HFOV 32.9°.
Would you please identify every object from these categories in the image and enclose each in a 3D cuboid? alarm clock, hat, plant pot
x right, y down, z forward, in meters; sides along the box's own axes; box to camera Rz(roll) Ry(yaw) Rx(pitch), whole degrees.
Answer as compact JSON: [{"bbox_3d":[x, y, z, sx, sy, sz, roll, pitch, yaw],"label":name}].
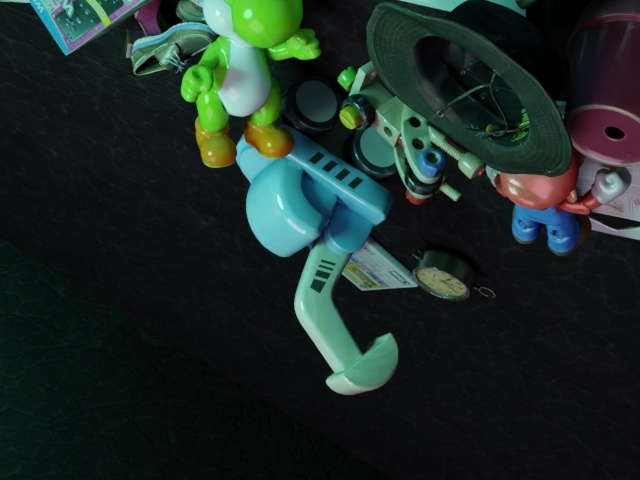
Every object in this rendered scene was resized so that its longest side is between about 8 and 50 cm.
[{"bbox_3d":[0.282,0.078,2.293,0.192,0.064,0.129,24,155,10],"label":"alarm clock"},{"bbox_3d":[0.225,-0.233,1.441,0.331,0.134,0.331,37,167,10],"label":"hat"},{"bbox_3d":[0.416,-0.208,1.459,0.201,0.180,0.201,22,155,11],"label":"plant pot"}]

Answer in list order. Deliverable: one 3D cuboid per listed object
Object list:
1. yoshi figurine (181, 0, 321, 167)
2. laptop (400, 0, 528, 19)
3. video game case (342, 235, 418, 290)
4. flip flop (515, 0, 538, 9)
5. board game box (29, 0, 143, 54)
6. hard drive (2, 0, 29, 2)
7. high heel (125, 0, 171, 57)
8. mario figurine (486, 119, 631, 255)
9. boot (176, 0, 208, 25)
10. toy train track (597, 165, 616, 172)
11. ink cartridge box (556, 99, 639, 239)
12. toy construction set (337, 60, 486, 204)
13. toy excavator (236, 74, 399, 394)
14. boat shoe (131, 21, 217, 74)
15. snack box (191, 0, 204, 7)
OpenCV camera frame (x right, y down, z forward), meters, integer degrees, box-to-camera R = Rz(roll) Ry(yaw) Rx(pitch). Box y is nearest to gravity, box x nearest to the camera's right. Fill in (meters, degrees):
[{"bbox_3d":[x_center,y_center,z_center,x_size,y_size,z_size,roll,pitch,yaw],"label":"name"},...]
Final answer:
[{"bbox_3d":[-0.109,-0.282,1.705,0.203,0.203,0.362,14,126,14],"label":"yoshi figurine"},{"bbox_3d":[0.054,-0.378,1.413,0.382,0.236,0.408,18,154,19],"label":"laptop"},{"bbox_3d":[0.093,0.044,2.462,0.212,0.023,0.193,40,152,-29],"label":"video game case"},{"bbox_3d":[0.300,-0.387,1.330,0.080,0.112,0.277,49,162,15],"label":"flip flop"},{"bbox_3d":[-0.389,-0.458,1.783,0.303,0.097,0.224,-14,113,55],"label":"board game box"},{"bbox_3d":[-0.694,-0.549,2.020,0.339,0.064,0.237,10,151,30],"label":"hard drive"},{"bbox_3d":[-0.277,-0.397,1.923,0.117,0.082,0.244,2,146,-16],"label":"high heel"},{"bbox_3d":[0.367,-0.099,1.688,0.198,0.170,0.320,-14,156,6],"label":"mario figurine"},{"bbox_3d":[-0.196,-0.383,1.892,0.118,0.042,0.087,40,159,-24],"label":"boot"},{"bbox_3d":[0.451,-0.112,1.661,0.048,0.014,0.083,24,149,24],"label":"toy train track"},{"bbox_3d":[0.475,-0.106,1.738,0.296,0.066,0.261,14,152,27],"label":"ink cartridge box"},{"bbox_3d":[0.159,-0.205,1.737,0.237,0.257,0.309,39,176,15],"label":"toy construction set"},{"bbox_3d":[0.000,0.000,1.956,0.433,0.445,0.222,33,155,-13],"label":"toy excavator"},{"bbox_3d":[-0.255,-0.327,1.891,0.183,0.066,0.066,-11,153,38],"label":"boat shoe"},{"bbox_3d":[-0.166,-0.414,1.795,0.141,0.037,0.100,30,154,-8],"label":"snack box"}]
